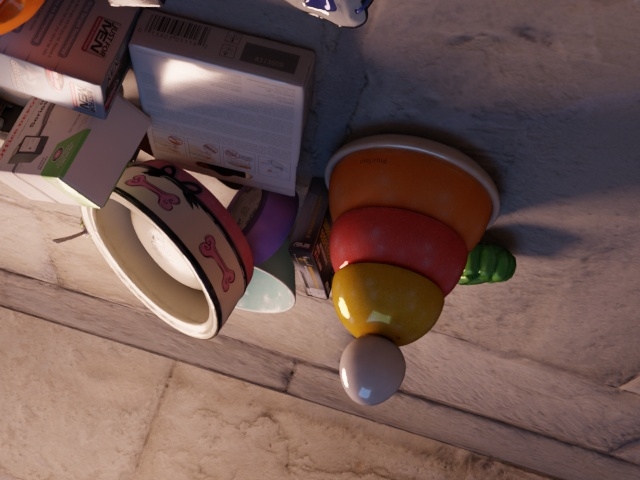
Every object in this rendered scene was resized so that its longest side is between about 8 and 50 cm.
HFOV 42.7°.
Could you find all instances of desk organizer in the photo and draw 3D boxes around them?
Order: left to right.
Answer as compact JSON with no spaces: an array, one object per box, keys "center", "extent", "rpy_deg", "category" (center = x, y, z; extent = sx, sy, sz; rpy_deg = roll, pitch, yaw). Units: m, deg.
[{"center":[-0.384,-0.226,1.727],"extent":[0.047,0.050,0.130],"rpy_deg":[42,-175,29],"category":"desk organizer"}]

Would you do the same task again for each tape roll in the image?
[{"center":[-0.135,-0.049,1.772],"extent":[0.080,0.189,0.189],"rpy_deg":[30,151,-27],"category":"tape roll"}]

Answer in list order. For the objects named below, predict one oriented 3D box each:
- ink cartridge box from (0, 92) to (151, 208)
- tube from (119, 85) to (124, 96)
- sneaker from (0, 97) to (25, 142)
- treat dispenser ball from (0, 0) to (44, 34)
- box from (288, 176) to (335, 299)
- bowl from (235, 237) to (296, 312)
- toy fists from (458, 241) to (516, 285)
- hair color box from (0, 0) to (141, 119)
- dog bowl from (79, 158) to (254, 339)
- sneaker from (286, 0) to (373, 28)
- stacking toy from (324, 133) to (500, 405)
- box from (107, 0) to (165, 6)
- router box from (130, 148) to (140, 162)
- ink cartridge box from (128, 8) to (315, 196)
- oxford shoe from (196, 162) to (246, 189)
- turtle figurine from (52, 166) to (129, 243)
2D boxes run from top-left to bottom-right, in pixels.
[{"center":[-0.479,-0.179,1.550],"extent":[0.272,0.198,0.115],"rpy_deg":[8,156,42],"category":"ink cartridge box"},{"center":[-0.488,-0.306,1.594],"extent":[0.207,0.052,0.080],"rpy_deg":[16,152,9],"category":"tube"},{"center":[-0.711,-0.282,1.779],"extent":[0.222,0.083,0.118],"rpy_deg":[14,154,8],"category":"sneaker"},{"center":[-0.511,-0.423,1.135],"extent":[0.288,0.288,0.288],"rpy_deg":[14,154,7],"category":"treat dispenser ball"},{"center":[0.000,0.000,1.796],"extent":[0.056,0.183,0.231],"rpy_deg":[11,153,15],"category":"box"},{"center":[-0.188,0.041,2.016],"extent":[0.311,0.163,0.311],"rpy_deg":[14,155,7],"category":"bowl"},{"center":[0.283,0.051,1.782],"extent":[0.279,0.096,0.142],"rpy_deg":[2,169,30],"category":"toy fists"},{"center":[-0.510,-0.360,1.380],"extent":[0.374,0.185,0.114],"rpy_deg":[18,154,-2],"category":"hair color box"},{"center":[-0.310,0.008,1.709],"extent":[0.408,0.150,0.408],"rpy_deg":[33,149,23],"category":"dog bowl"},{"center":[0.028,-0.389,1.087],"extent":[0.182,0.128,0.315],"rpy_deg":[26,160,-26],"category":"sneaker"},{"center":[0.124,0.076,1.525],"extent":[0.350,0.480,0.351],"rpy_deg":[14,155,7],"category":"stacking toy"},{"center":[-0.256,-0.431,1.115],"extent":[0.093,0.158,0.156],"rpy_deg":[7,152,21],"category":"box"},{"center":[-0.483,-0.241,1.766],"extent":[0.133,0.046,0.179],"rpy_deg":[9,154,15],"category":"router box"},{"center":[-0.175,-0.240,1.529],"extent":[0.308,0.091,0.385],"rpy_deg":[14,155,3],"category":"ink cartridge box"},{"center":[-0.240,-0.184,1.712],"extent":[0.212,0.076,0.076],"rpy_deg":[45,151,-27],"category":"oxford shoe"},{"center":[-0.469,-0.080,1.871],"extent":[0.266,0.198,0.274],"rpy_deg":[12,-171,-23],"category":"turtle figurine"}]
